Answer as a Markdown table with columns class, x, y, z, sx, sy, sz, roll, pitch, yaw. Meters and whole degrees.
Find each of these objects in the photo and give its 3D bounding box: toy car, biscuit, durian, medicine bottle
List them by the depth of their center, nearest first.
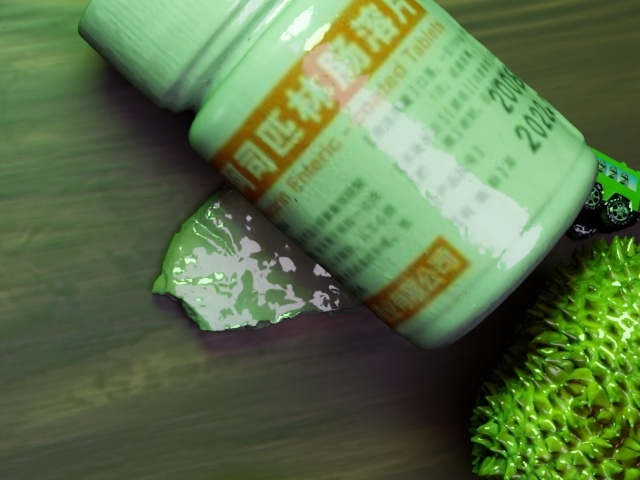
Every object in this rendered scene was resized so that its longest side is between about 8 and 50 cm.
| class | x | y | z | sx | sy | sz | roll | pitch | yaw |
| --- | --- | --- | --- | --- | --- | --- | --- | --- | --- |
| medicine bottle | 0.015 | -0.107 | 1.221 | 0.371 | 0.211 | 0.211 | 42 | 81 | -4 |
| durian | 0.232 | 0.140 | 1.298 | 0.224 | 0.291 | 0.291 | 1 | 93 | 28 |
| biscuit | 0.001 | 0.000 | 1.332 | 0.289 | 0.038 | 0.141 | -4 | 93 | -16 |
| toy car | 0.198 | -0.059 | 1.372 | 0.165 | 0.071 | 0.063 | 26 | 71 | -15 |
